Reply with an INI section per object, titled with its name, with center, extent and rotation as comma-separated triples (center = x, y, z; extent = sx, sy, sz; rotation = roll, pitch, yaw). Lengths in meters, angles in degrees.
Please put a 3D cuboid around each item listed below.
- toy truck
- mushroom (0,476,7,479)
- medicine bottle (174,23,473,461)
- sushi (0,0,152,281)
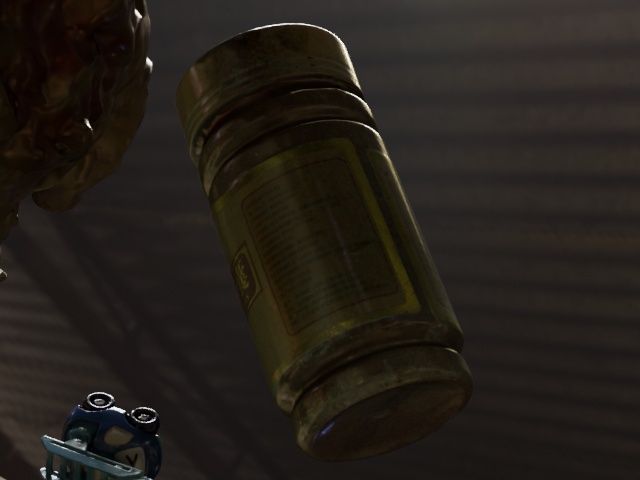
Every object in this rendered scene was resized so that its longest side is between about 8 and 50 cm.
[toy truck]
center = -0.138, 0.168, 1.185
extent = 0.136, 0.074, 0.063
rotation = 15, -61, 17
[mushroom]
center = -0.057, 0.248, 0.593
extent = 0.353, 0.353, 0.325
rotation = 4, -56, 47
[medicine bottle]
center = 0.000, 0.000, 1.240
extent = 0.151, 0.151, 0.323
rotation = 89, -17, -61
[sushi]
center = -0.155, -0.051, 0.482
extent = 0.218, 0.238, 0.225
rotation = -3, -52, 16
